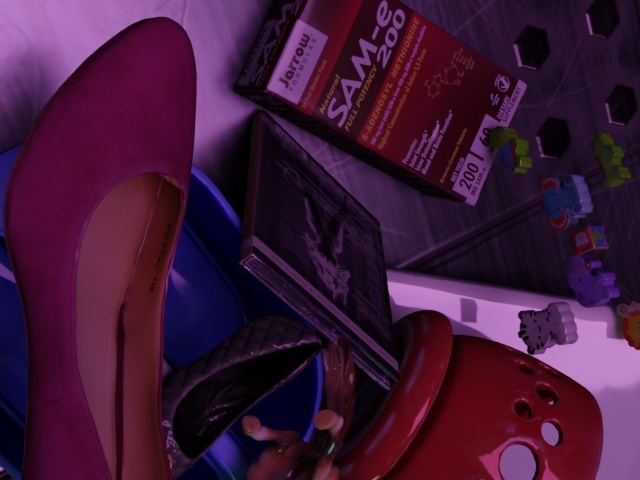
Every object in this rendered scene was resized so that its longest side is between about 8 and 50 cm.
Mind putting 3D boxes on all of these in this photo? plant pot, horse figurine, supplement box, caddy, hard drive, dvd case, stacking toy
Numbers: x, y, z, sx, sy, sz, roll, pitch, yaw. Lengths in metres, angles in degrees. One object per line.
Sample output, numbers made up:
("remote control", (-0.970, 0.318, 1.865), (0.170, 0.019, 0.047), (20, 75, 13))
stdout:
("plant pot", (0.111, 0.167, 0.755), (0.174, 0.191, 0.191), (30, 84, -10))
("horse figurine", (-0.057, 0.187, 0.624), (0.263, 0.066, 0.174), (-40, 155, -16))
("supplement box", (0.059, -0.138, 0.807), (0.240, 0.073, 0.130), (24, 88, -27))
("caddy", (-0.149, 0.076, 0.680), (0.241, 0.179, 0.341), (-42, 114, -15))
("hard drive", (0.193, 0.164, 0.893), (0.353, 0.047, 0.232), (9, 94, -12))
("dvd case", (0.000, 0.000, 0.736), (0.018, 0.221, 0.164), (-36, 118, 21))
("stacking toy", (0.239, -0.001, 0.838), (0.167, 0.052, 0.221), (0, 72, -38))

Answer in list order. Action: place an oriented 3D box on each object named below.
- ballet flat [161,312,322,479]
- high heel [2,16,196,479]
("ballet flat", (-0.067, 0.105, 0.604), (0.173, 0.049, 0.057), (-43, 127, -36))
("high heel", (-0.092, 0.060, 0.502), (0.127, 0.181, 0.377), (23, 82, -65))
